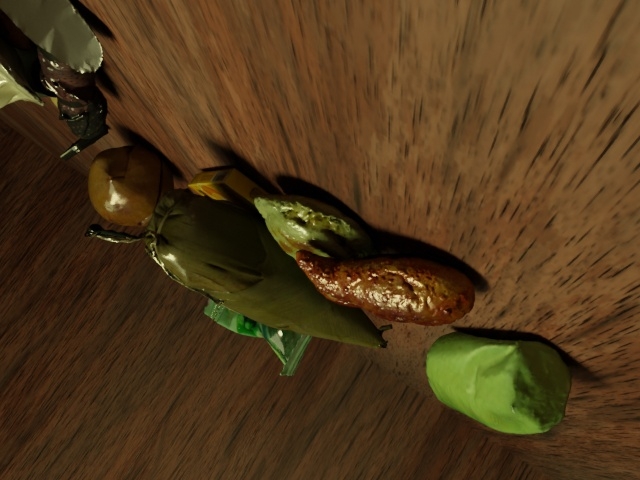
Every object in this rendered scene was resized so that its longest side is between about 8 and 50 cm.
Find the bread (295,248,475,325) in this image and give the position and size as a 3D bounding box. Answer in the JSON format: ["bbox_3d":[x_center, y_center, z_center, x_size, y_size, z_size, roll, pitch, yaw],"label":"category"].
[{"bbox_3d":[0.093,0.072,0.911,0.268,0.095,0.139,1,148,25],"label":"bread"}]

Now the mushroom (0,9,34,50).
[{"bbox_3d":[-0.471,-0.343,0.979,0.129,0.072,0.088,16,118,43],"label":"mushroom"}]

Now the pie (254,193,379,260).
[{"bbox_3d":[0.000,0.000,1.018,0.201,0.090,0.248,18,164,45],"label":"pie"}]

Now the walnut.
[{"bbox_3d":[-0.451,-0.123,1.476,0.203,0.203,0.298,35,-179,-2],"label":"walnut"}]

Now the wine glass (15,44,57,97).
[{"bbox_3d":[-0.544,-0.323,1.190,0.222,0.103,0.103,23,164,44],"label":"wine glass"}]

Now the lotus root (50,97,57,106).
[{"bbox_3d":[-0.536,-0.300,1.351,0.150,0.062,0.073,37,168,-21],"label":"lotus root"}]

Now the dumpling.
[{"bbox_3d":[-0.534,-0.272,1.017,0.172,0.142,0.247,27,169,-2],"label":"dumpling"}]

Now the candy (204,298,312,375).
[{"bbox_3d":[-0.162,0.185,1.804,0.397,0.263,0.172,28,179,27],"label":"candy"}]

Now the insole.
[{"bbox_3d":[-0.426,-0.351,0.838,0.327,0.007,0.111,40,132,-12],"label":"insole"}]

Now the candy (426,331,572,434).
[{"bbox_3d":[0.285,0.233,1.060,0.132,0.142,0.343,43,167,-4],"label":"candy"}]

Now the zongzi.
[{"bbox_3d":[-0.117,0.049,1.057,0.418,0.182,0.447,25,175,28],"label":"zongzi"}]

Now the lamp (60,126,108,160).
[{"bbox_3d":[-0.630,-0.324,1.478,0.203,0.125,0.283,-11,135,46],"label":"lamp"}]

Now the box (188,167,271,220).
[{"bbox_3d":[-0.161,-0.082,1.239,0.152,0.043,0.269,38,168,-23],"label":"box"}]

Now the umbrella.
[{"bbox_3d":[-0.412,-0.265,1.042,0.090,0.094,0.326,19,160,-5],"label":"umbrella"}]
